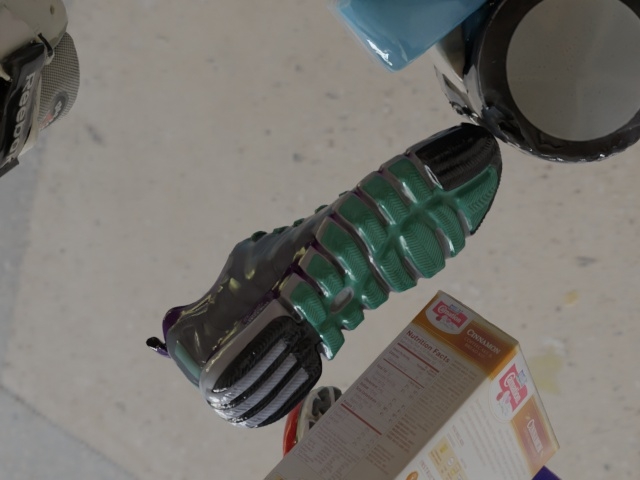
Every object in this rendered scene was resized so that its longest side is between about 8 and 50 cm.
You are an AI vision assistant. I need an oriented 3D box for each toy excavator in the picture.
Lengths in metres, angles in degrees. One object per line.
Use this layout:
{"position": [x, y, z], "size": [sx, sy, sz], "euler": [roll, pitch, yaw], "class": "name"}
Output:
{"position": [0.019, -0.231, 0.841], "size": [0.433, 0.222, 0.445], "euler": [-39, 97, 5], "class": "toy excavator"}

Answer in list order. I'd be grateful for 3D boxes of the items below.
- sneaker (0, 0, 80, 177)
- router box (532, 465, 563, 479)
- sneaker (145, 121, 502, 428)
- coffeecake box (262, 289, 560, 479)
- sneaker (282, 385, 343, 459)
{"position": [-0.168, -0.074, 0.652], "size": [0.122, 0.146, 0.330], "euler": [-52, 33, 29], "class": "sneaker"}
{"position": [0.269, 0.346, 1.044], "size": [0.082, 0.301, 0.335], "euler": [-42, 52, -10], "class": "router box"}
{"position": [0.000, 0.000, 0.828], "size": [0.098, 0.223, 0.083], "euler": [32, 157, 44], "class": "sneaker"}
{"position": [0.051, 0.145, 0.889], "size": [0.185, 0.142, 0.068], "euler": [-46, 53, -13], "class": "coffeecake box"}
{"position": [-0.021, 0.237, 1.013], "size": [0.118, 0.107, 0.279], "euler": [-12, 66, 34], "class": "sneaker"}
